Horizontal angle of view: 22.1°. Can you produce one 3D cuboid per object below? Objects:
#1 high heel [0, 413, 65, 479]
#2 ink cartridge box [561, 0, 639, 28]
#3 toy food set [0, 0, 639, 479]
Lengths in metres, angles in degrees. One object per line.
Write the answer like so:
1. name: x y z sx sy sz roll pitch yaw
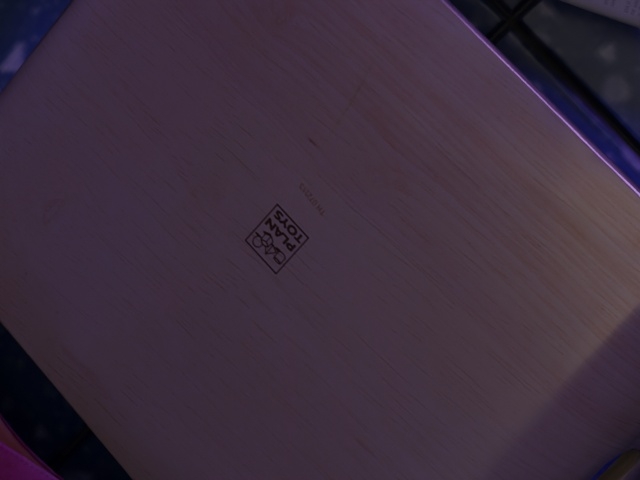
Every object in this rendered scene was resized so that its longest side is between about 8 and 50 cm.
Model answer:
1. high heel: -0.124 0.064 0.653 0.117 0.082 0.244 -24 66 10
2. ink cartridge box: 0.136 -0.145 0.591 0.179 0.045 0.145 21 130 12
3. toy food set: 0.000 0.000 0.653 0.306 0.092 0.220 47 107 16
